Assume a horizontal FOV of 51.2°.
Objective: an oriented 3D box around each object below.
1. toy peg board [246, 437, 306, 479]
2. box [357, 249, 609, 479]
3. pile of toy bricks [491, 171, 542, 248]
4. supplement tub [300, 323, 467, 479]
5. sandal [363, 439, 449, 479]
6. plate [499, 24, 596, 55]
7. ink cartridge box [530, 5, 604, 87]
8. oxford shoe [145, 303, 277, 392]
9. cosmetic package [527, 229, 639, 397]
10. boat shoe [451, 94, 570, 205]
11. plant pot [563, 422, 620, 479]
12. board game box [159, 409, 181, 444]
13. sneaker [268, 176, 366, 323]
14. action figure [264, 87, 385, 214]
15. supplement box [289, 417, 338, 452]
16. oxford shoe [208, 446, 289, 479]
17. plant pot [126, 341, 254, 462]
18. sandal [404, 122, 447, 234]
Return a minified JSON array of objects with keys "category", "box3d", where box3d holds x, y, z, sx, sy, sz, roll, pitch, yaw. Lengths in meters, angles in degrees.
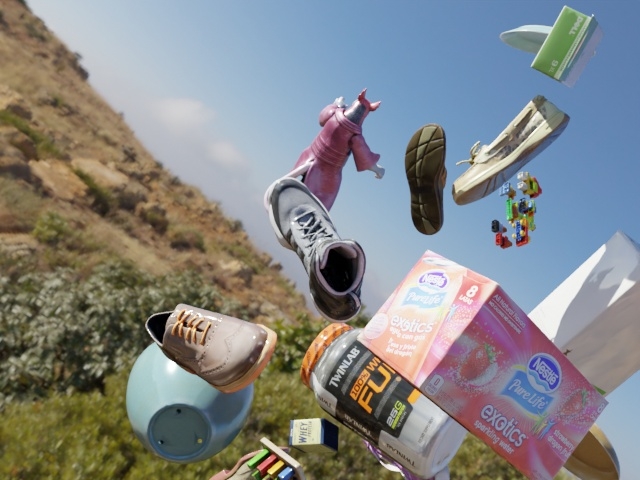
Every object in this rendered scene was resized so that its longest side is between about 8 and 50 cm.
[{"category":"toy peg board","box3d":[-0.105,0.612,1.692,0.161,0.079,0.161,18,-46,49]},{"category":"box","box3d":[0.214,0.168,0.856,0.300,0.154,0.142,43,-6,-31]},{"category":"pile of toy bricks","box3d":[0.531,-0.062,1.761,0.105,0.212,0.118,25,-31,-28]},{"category":"supplement tub","box3d":[0.135,0.320,1.394,0.338,0.207,0.207,28,-6,30]},{"category":"sandal","box3d":[0.162,0.466,1.567,0.102,0.169,0.416,3,6,-22]},{"category":"plate","box3d":[0.452,-0.398,1.327,0.188,0.024,0.188,13,6,-1]},{"category":"ink cartridge box","box3d":[0.416,-0.326,1.129,0.062,0.109,0.209,33,22,18]},{"category":"oxford shoe","box3d":[-0.210,0.185,1.200,0.133,0.130,0.364,38,-27,-27]},{"category":"cosmetic package","box3d":[0.580,0.183,1.402,0.197,0.365,0.155,30,27,-19]},{"category":"boat shoe","box3d":[0.366,-0.178,1.342,0.089,0.285,0.104,51,-8,18]},{"category":"plant pot","box3d":[0.462,0.361,1.249,0.236,0.032,0.236,46,-17,19]},{"category":"board game box","box3d":[-0.309,0.385,1.466,0.033,0.133,0.168,18,-32,13]},{"category":"sneaker","box3d":[0.000,0.000,1.082,0.268,0.101,0.153,63,-14,9]},{"category":"action figure","box3d":[0.012,-0.232,1.689,0.276,0.370,0.248,-9,49,-50]},{"category":"supplement box","box3d":[-0.014,0.434,1.481,0.083,0.056,0.083,-11,-32,22]},{"category":"oxford shoe","box3d":[-0.214,0.755,2.089,0.123,0.348,0.130,20,40,-41]},{"category":"plant pot","box3d":[-0.295,0.371,1.464,0.290,0.290,0.195,37,9,-10]},{"category":"sandal","box3d":[0.221,-0.121,1.322,0.090,0.219,0.060,2,14,40]}]
